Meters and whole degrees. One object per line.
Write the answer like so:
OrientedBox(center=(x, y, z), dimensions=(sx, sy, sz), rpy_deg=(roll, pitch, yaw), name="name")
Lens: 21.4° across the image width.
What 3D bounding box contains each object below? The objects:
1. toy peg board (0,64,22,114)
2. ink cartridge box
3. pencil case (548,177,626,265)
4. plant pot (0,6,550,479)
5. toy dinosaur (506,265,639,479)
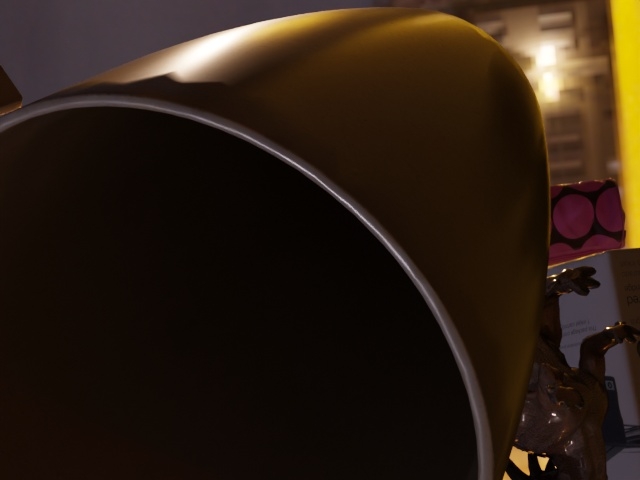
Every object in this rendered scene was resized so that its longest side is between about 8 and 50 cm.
OrientedBox(center=(-0.437, -0.162, 1.841), dimensions=(0.160, 0.161, 0.079), rpy_deg=(53, 146, 22), name="toy peg board")
OrientedBox(center=(0.345, 0.163, 1.650), dimensions=(0.223, 0.129, 0.307), rpy_deg=(-4, -99, -35), name="ink cartridge box")
OrientedBox(center=(0.256, -0.010, 1.964), dimensions=(0.095, 0.209, 0.098), rpy_deg=(91, 162, -52), name="pencil case")
OrientedBox(center=(0.000, 0.000, 0.757), dimensions=(0.274, 0.256, 0.256), rpy_deg=(-49, -46, -52), name="plant pot")
OrientedBox(center=(0.163, 0.130, 1.407), dimensions=(0.295, 0.127, 0.200), rpy_deg=(58, 139, 36), name="toy dinosaur")
